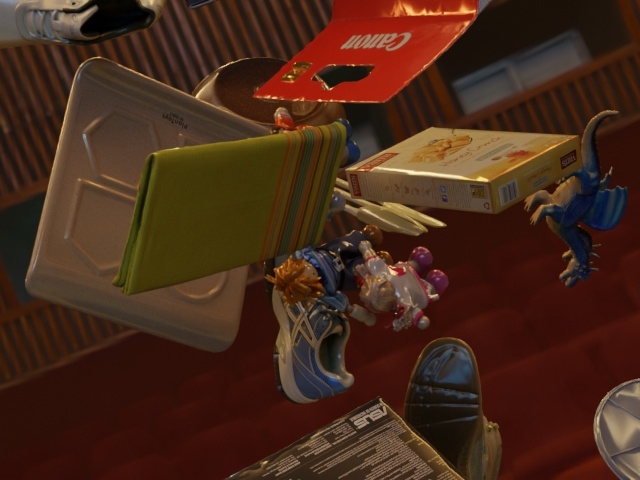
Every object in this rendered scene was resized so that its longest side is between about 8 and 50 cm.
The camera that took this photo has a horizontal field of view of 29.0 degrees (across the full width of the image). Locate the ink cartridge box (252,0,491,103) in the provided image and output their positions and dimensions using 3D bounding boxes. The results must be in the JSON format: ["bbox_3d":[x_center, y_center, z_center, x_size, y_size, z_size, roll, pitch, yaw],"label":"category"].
[{"bbox_3d":[0.096,-0.303,1.293,0.385,0.091,0.308,-46,25,-14],"label":"ink cartridge box"}]

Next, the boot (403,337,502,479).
[{"bbox_3d":[0.143,0.194,1.278,0.077,0.213,0.165,0,6,18],"label":"boot"}]

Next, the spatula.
[{"bbox_3d":[0.037,-0.060,1.627,0.168,0.242,0.019,-24,-44,-66],"label":"spatula"}]

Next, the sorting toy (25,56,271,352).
[{"bbox_3d":[-0.142,-0.027,1.050,0.193,0.208,0.038,21,-20,-30],"label":"sorting toy"}]

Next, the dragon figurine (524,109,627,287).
[{"bbox_3d":[0.405,-0.068,1.861,0.144,0.085,0.289,18,-64,-16],"label":"dragon figurine"}]

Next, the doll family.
[{"bbox_3d":[0.000,0.000,1.210,0.118,0.263,0.163,-40,-13,28],"label":"doll family"}]

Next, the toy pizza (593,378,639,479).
[{"bbox_3d":[0.473,0.277,1.700,0.201,0.201,0.032,-16,-38,-19],"label":"toy pizza"}]

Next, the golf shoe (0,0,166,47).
[{"bbox_3d":[-0.212,-0.186,1.001,0.176,0.086,0.069,-12,-60,-5],"label":"golf shoe"}]

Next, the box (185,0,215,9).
[{"bbox_3d":[-0.152,-0.496,1.599,0.179,0.343,0.312,-21,17,0],"label":"box"}]

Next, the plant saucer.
[{"bbox_3d":[-0.064,-0.174,1.547,0.198,0.198,0.036,-14,-42,-24],"label":"plant saucer"}]

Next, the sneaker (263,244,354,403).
[{"bbox_3d":[-0.006,0.072,1.354,0.081,0.211,0.080,-7,3,40],"label":"sneaker"}]

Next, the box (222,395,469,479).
[{"bbox_3d":[0.014,0.278,0.993,0.307,0.242,0.076,-23,-38,-38],"label":"box"}]

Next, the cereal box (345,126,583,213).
[{"bbox_3d":[0.172,-0.090,1.516,0.173,0.047,0.240,-28,24,-37],"label":"cereal box"}]

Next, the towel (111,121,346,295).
[{"bbox_3d":[-0.058,-0.029,0.888,0.237,0.021,0.102,-16,-55,-57],"label":"towel"}]
